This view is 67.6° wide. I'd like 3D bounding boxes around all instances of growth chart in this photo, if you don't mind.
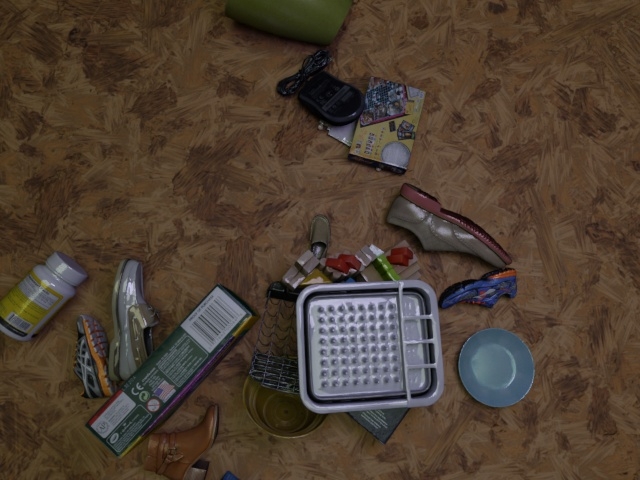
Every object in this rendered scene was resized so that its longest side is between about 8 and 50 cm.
[{"bbox_3d":[0.114,-0.325,1.351,0.237,0.021,0.172,34,79,5],"label":"growth chart"}]

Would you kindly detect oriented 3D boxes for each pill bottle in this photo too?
[{"bbox_3d":[-0.691,0.135,1.185,0.119,0.119,0.208,40,80,6],"label":"pill bottle"}]

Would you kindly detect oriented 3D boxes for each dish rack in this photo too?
[{"bbox_3d":[-0.058,0.238,1.182,0.208,0.074,0.272,11,66,2],"label":"dish rack"},{"bbox_3d":[0.109,0.239,1.106,0.332,0.072,0.286,-1,81,-9],"label":"dish rack"}]

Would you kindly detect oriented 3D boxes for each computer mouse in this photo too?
[{"bbox_3d":[0.023,-0.402,1.328,0.188,0.072,0.272,-40,62,-5],"label":"computer mouse"}]

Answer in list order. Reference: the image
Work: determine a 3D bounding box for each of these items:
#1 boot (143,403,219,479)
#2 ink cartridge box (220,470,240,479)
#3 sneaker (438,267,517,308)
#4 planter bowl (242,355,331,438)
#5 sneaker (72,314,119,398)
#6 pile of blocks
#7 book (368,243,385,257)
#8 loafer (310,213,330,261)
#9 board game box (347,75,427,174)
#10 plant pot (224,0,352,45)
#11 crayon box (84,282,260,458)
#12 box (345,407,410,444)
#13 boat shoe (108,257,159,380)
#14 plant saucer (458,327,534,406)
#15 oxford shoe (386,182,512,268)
[{"bbox_3d":[-0.331,0.478,1.148,0.152,0.073,0.197,15,81,-3],"label":"boot"},{"bbox_3d":[-0.174,0.698,1.050,0.270,0.198,0.197,37,79,4],"label":"ink cartridge box"},{"bbox_3d":[0.415,0.140,1.241,0.221,0.083,0.087,-18,88,-2],"label":"sneaker"},{"bbox_3d":[-0.079,0.392,1.149,0.217,0.090,0.217,6,41,-5],"label":"planter bowl"},{"bbox_3d":[-0.570,0.289,1.179,0.083,0.084,0.215,-19,81,0],"label":"sneaker"},{"bbox_3d":[0.090,0.083,1.163,0.362,0.112,0.149,-8,73,-14],"label":"pile of blocks"},{"bbox_3d":[0.167,0.090,1.268,0.144,0.035,0.096,34,81,2],"label":"book"},{"bbox_3d":[0.000,0.000,1.268,0.056,0.050,0.148,2,79,-2],"label":"loafer"},{"bbox_3d":[0.185,-0.319,1.320,0.165,0.042,0.243,16,77,1],"label":"board game box"},{"bbox_3d":[-0.071,-0.672,1.314,0.293,0.275,0.275,26,79,-13],"label":"plant pot"},{"bbox_3d":[-0.299,0.271,1.071,0.106,0.313,0.363,42,80,3],"label":"crayon box"},{"bbox_3d":[0.135,0.379,1.175,0.156,0.093,0.158,38,81,5],"label":"box"},{"bbox_3d":[-0.454,0.196,1.191,0.103,0.113,0.302,2,89,-3],"label":"boat shoe"},{"bbox_3d":[0.445,0.324,1.225,0.195,0.037,0.195,0,78,-2],"label":"plant saucer"},{"bbox_3d":[0.337,-0.013,1.268,0.348,0.123,0.130,33,106,3],"label":"oxford shoe"}]
